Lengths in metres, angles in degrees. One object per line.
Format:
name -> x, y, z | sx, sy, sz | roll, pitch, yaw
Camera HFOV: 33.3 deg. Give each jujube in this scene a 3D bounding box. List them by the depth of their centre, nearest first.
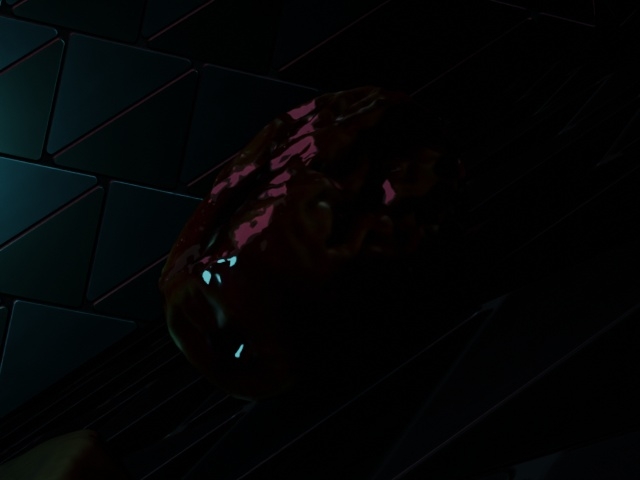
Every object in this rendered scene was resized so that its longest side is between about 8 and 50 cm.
jujube -> 0.000, 0.000, 1.160 | 0.276, 0.276, 0.377 | -26, 13, 47

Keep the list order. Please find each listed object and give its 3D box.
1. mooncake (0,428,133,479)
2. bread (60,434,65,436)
mooncake -> -0.218, 0.261, 0.679 | 0.290, 0.161, 0.290 | -34, 7, 5
bread -> -0.329, 0.300, 1.327 | 0.094, 0.083, 0.157 | -43, 2, 26
